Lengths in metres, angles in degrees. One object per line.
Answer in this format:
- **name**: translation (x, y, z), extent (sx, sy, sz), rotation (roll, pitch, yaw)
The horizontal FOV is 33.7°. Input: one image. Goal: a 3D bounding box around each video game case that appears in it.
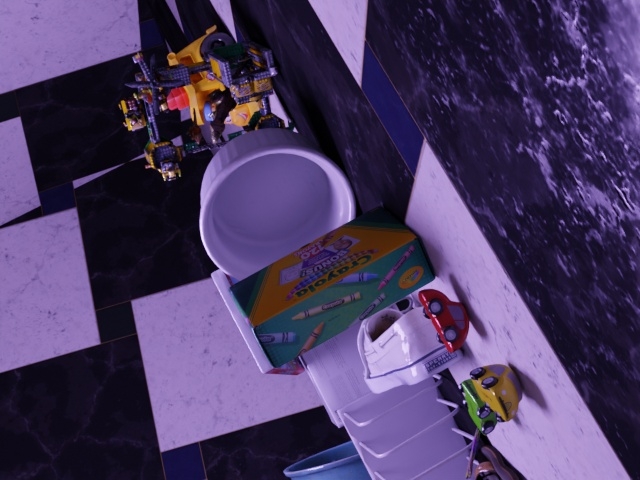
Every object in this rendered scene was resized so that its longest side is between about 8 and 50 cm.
- **video game case**: translation (-0.112, 0.159, 1.988), extent (0.204, 0.025, 0.285), rotation (61, -174, 12)

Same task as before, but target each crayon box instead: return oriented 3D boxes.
- **crayon box**: translation (0.014, 0.065, 1.601), extent (0.081, 0.278, 0.165), rotation (65, 172, -24)

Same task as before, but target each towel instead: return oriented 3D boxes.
- **towel**: translation (0.265, 0.370, 1.832), extent (0.060, 0.009, 0.083), rotation (83, -158, -64)

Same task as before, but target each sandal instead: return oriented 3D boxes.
- **sandal**: translation (0.291, 0.405, 1.756), extent (0.090, 0.060, 0.219), rotation (65, 178, -13)

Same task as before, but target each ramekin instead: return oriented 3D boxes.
- **ramekin**: translation (-0.085, -0.067, 1.894), extent (0.135, 0.277, 0.277), rotation (-116, 2, -58)

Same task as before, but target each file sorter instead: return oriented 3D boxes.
- **file sorter**: translation (0.191, 0.398, 1.948), extent (0.278, 0.192, 0.173), rotation (63, 170, -3)

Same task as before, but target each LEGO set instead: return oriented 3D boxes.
- **LEGO set**: translation (-0.201, -0.244, 1.994), extent (0.192, 0.331, 0.255), rotation (-137, 41, -65)

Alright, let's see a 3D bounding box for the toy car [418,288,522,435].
- **toy car**: translation (0.225, 0.194, 1.491), extent (0.239, 0.053, 0.225), rotation (57, 172, 41)

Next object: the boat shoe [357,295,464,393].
- **boat shoe**: translation (0.122, 0.161, 1.778), extent (0.156, 0.135, 0.367), rotation (62, 170, 5)

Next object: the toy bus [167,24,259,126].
- **toy bus**: translation (-0.253, -0.329, 2.328), extent (0.220, 0.211, 0.149), rotation (58, 170, 20)

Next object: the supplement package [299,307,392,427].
- **supplement package**: translation (0.075, 0.239, 2.123), extent (0.194, 0.203, 0.149), rotation (63, 173, 2)

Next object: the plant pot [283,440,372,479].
- **plant pot**: translation (0.133, 0.591, 2.229), extent (0.341, 0.341, 0.334), rotation (119, 134, -81)
